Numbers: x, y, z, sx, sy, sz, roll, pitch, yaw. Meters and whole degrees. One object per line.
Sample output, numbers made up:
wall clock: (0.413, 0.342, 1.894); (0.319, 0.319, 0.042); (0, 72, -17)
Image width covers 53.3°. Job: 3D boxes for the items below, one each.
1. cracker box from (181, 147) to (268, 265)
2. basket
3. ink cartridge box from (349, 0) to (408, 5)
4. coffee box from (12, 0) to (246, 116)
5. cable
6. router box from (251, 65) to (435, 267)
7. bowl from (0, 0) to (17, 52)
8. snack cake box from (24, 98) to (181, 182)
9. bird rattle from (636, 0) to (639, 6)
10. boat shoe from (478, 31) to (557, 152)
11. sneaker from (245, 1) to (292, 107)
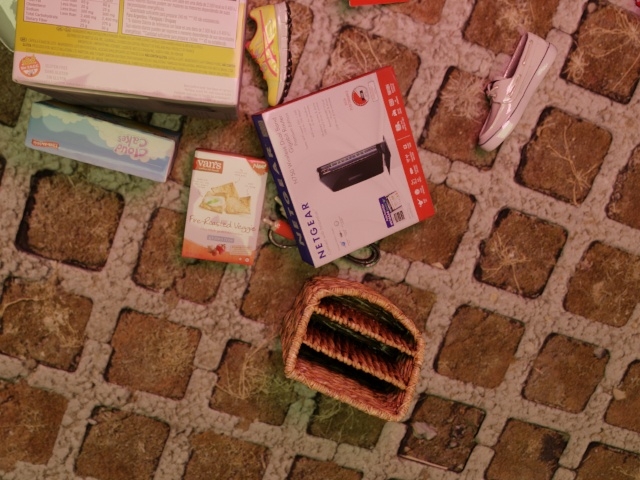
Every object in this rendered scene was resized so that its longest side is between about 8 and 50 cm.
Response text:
cracker box: (-0.205, -0.072, 1.367); (0.156, 0.067, 0.232); (7, 103, -10)
basket: (0.082, 0.222, 1.401); (0.299, 0.223, 0.213); (28, 99, -13)
ink cartridge box: (0.127, -0.584, 1.231); (0.189, 0.066, 0.232); (-22, 110, -39)
coffee box: (-0.298, -0.402, 1.111); (0.339, 0.337, 0.334); (5, 96, -8)
cable: (0.000, 0.000, 1.408); (0.287, 0.072, 0.139); (34, 95, -14)
router box: (0.055, -0.154, 1.334); (0.301, 0.082, 0.335); (-24, 107, -17)
bowl: (-0.568, -0.447, 1.228); (0.142, 0.053, 0.142); (-29, 107, 0)
snack cake box: (-0.420, -0.200, 1.261); (0.265, 0.152, 0.089); (14, 102, -11)
bird rattle: (0.797, -0.565, 1.348); (0.207, 0.143, 0.253); (22, 104, -29)
boat shoe: (0.404, -0.321, 1.371); (0.088, 0.096, 0.267); (30, 97, -10)
sneaker: (-0.107, -0.377, 1.303); (0.094, 0.081, 0.208); (1, 101, 3)
